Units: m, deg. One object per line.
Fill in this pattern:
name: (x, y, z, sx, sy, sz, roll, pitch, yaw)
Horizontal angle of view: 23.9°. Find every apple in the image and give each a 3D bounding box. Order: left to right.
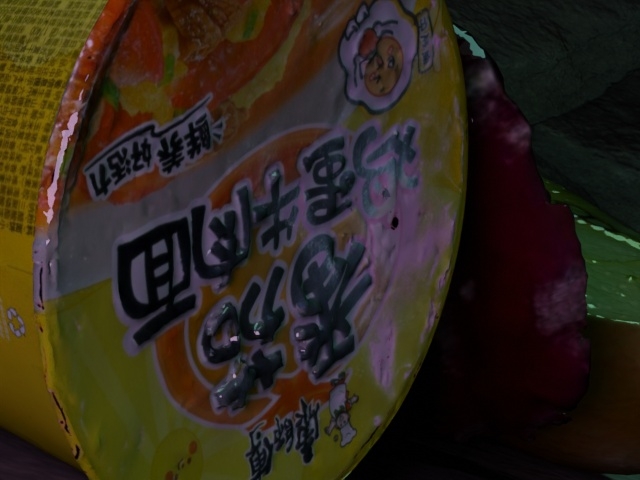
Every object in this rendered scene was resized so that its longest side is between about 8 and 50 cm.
apple: (0.120, 0.028, 0.999, 0.346, 0.179, 0.254, 43, -14, 51)

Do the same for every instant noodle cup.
instant noodle cup: (-0.087, -0.023, 0.637, 0.200, 0.264, 0.264, 10, -1, 36)

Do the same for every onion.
onion: (0.000, 0.000, 0.801, 0.146, 0.314, 0.280, -29, 29, -32)
